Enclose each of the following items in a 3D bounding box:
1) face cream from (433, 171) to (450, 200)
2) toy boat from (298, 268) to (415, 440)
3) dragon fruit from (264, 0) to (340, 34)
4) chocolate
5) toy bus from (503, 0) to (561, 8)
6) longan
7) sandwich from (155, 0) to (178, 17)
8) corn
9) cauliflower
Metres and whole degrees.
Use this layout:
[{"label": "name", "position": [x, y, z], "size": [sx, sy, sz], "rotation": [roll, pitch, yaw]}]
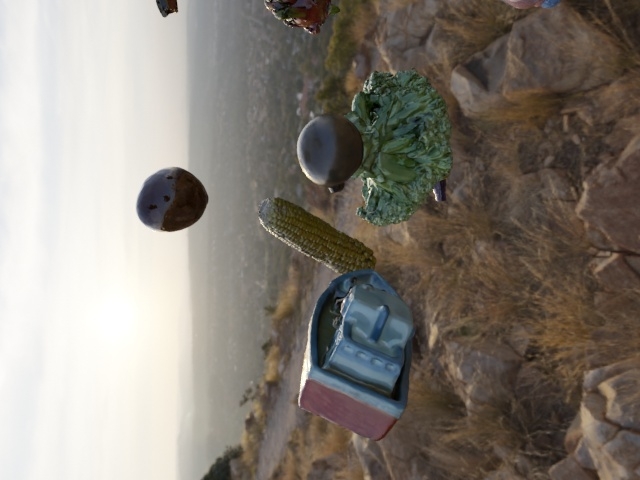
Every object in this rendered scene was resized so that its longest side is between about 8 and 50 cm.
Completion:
[{"label": "face cream", "position": [0.318, -0.230, 1.340], "size": [0.078, 0.078, 0.273], "rotation": [-123, 14, -60]}, {"label": "toy boat", "position": [0.063, 0.110, 0.660], "size": [0.332, 0.145, 0.133], "rotation": [-61, -7, -75]}, {"label": "dragon fruit", "position": [-0.058, -0.577, 1.198], "size": [0.142, 0.175, 0.138], "rotation": [-1, 110, 49]}, {"label": "chocolate", "position": [-0.368, -0.097, 1.168], "size": [0.177, 0.177, 0.176], "rotation": [180, 90, -73]}, {"label": "toy bus", "position": [0.443, -0.600, 0.964], "size": [0.232, 0.197, 0.294], "rotation": [49, 136, 2]}, {"label": "longan", "position": [0.016, -0.122, 0.699], "size": [0.106, 0.106, 0.119], "rotation": [-119, 16, -57]}, {"label": "sandwich", "position": [-0.293, -0.467, 0.915], "size": [0.069, 0.026, 0.101], "rotation": [32, -128, -83]}, {"label": "corn", "position": [0.000, 0.000, 1.049], "size": [0.097, 0.320, 0.097], "rotation": [-31, 44, 35]}, {"label": "cauliflower", "position": [0.122, -0.187, 0.946], "size": [0.272, 0.250, 0.275], "rotation": [-46, 64, 39]}]
